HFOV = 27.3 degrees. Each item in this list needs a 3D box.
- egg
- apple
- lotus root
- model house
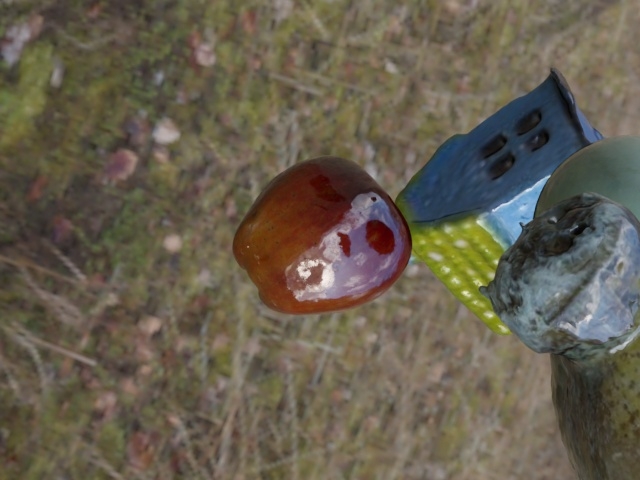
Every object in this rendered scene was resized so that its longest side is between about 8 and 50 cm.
[{"bbox_3d":[0.264,-0.005,1.118,0.231,0.168,0.168,-49,155,-80],"label":"egg"},{"bbox_3d":[-0.002,0.001,1.292,0.158,0.156,0.147,-33,-179,-11],"label":"apple"},{"bbox_3d":[0.206,0.115,0.553,0.175,0.349,0.175,-36,-175,4],"label":"lotus root"},{"bbox_3d":[0.253,-0.028,1.643,0.237,0.303,0.215,45,25,-32],"label":"model house"}]
